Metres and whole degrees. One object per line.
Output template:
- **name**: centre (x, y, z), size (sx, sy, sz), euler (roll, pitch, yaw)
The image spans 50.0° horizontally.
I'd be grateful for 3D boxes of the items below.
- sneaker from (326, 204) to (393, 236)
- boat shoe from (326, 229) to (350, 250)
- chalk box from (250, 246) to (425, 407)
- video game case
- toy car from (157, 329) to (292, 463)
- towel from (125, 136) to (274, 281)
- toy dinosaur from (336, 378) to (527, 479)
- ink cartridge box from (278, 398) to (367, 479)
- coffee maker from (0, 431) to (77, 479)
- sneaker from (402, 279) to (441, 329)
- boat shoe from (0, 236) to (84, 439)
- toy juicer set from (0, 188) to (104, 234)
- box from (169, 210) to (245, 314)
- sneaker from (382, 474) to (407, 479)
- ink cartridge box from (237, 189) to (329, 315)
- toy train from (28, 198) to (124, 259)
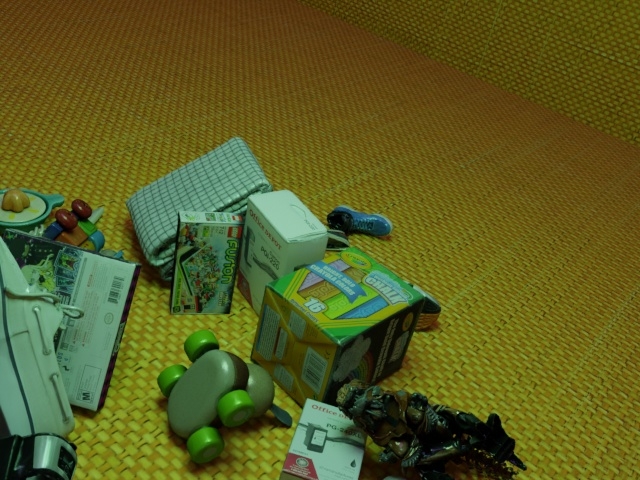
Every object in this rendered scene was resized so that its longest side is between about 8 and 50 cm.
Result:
- **sneaker**: centre (0.087, -0.037, 1.596), size (0.152, 0.058, 0.084), euler (22, 28, 21)
- **boat shoe**: centre (0.000, 0.000, 1.525), size (0.137, 0.049, 0.043), euler (4, 36, -23)
- **chalk box**: centre (0.050, 0.142, 1.207), size (0.179, 0.180, 0.289), euler (36, 38, 30)
- **video game case**: centre (-0.405, 0.119, 1.047), size (0.210, 0.232, 0.042), euler (14, 0, 2)
- **toy car**: centre (-0.130, 0.246, 1.070), size (0.188, 0.149, 0.155), euler (22, 22, -47)
- **towel**: centre (-0.231, -0.064, 1.378), size (0.283, 0.121, 0.235), euler (-31, 38, -4)
- **toy dinosaur**: centre (0.180, 0.292, 1.018), size (0.321, 0.165, 0.218), euler (7, 7, -24)
- **ink cartridge box**: centre (0.007, 0.320, 1.026), size (0.109, 0.063, 0.150), euler (16, 33, 5)
- **coffee maker**: centre (-0.384, 0.332, 0.817), size (0.171, 0.120, 0.178), euler (1, 34, -17)
- **sneaker**: centre (0.123, 0.088, 1.393), size (0.262, 0.099, 0.121), euler (20, 29, 9)
- **boat shoe**: centre (-0.411, 0.116, 0.953), size (0.135, 0.367, 0.156), euler (-9, 7, 38)
- **toy juicer set**: centre (-0.594, -0.039, 1.329), size (0.328, 0.090, 0.209), euler (3, 34, -16)
- **box**: centre (-0.207, 0.043, 1.235), size (0.114, 0.207, 0.036), euler (1, 35, -18)
- **sneaker**: centre (0.141, 0.409, 0.921), size (0.085, 0.086, 0.237), euler (-1, 34, -18)
- **ink cartridge box**: centre (-0.075, 0.038, 1.279), size (0.092, 0.218, 0.158), euler (-11, 40, -32)
- **toy train**: centre (-0.436, 0.026, 1.207), size (0.143, 0.105, 0.248), euler (44, 9, -12)
